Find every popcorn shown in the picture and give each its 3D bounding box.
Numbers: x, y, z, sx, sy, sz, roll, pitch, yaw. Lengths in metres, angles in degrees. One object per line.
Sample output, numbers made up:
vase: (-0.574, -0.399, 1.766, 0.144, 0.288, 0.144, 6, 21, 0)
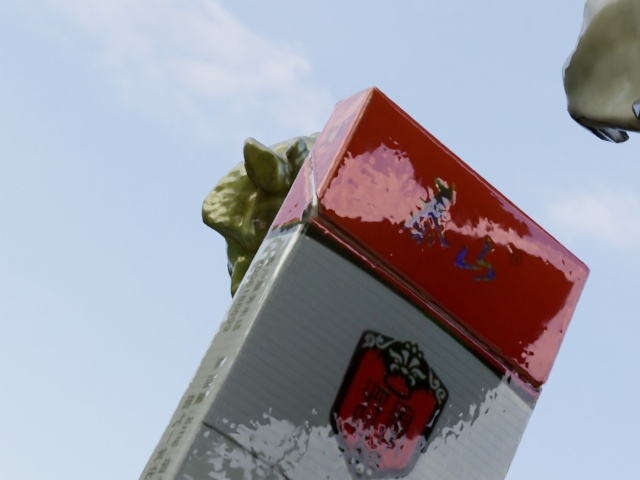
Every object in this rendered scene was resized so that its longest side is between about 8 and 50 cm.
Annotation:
popcorn: (-0.001, 0.001, 1.149, 0.187, 0.167, 0.186, 149, -81, -89)

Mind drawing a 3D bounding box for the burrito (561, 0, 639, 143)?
burrito: (0.224, -0.039, 0.414, 0.331, 0.135, 0.190, 11, 17, -47)

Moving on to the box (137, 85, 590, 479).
box: (0.012, 0.075, 0.567, 0.139, 0.245, 0.035, 39, -26, -21)
